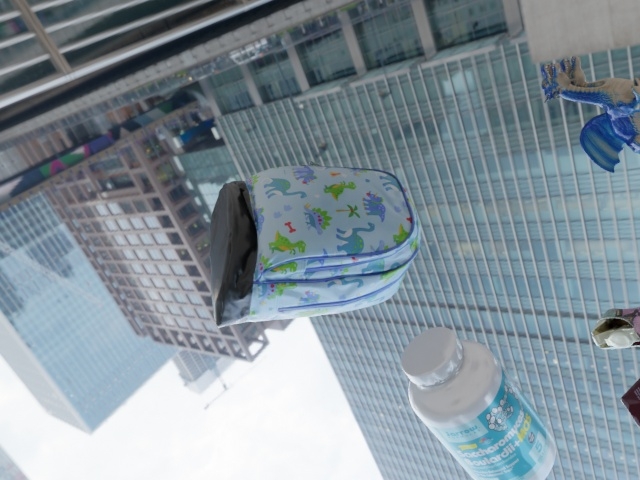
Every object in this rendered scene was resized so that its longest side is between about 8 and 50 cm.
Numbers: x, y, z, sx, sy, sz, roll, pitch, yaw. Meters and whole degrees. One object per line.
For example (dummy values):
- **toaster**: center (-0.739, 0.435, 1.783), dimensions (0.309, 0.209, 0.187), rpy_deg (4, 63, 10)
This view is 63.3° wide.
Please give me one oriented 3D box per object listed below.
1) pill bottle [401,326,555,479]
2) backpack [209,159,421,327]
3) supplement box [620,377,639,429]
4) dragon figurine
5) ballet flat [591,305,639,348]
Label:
- **pill bottle**: center (0.232, 0.253, 0.789), dimensions (0.146, 0.264, 0.146), rpy_deg (-35, -160, 15)
- **backpack**: center (0.000, 0.000, 0.924), dimensions (0.355, 0.273, 0.290), rpy_deg (11, -138, -20)
- **supplement box**: center (0.510, 0.190, 0.665), dimensions (0.073, 0.240, 0.130), rpy_deg (8, -142, -11)
- **dragon figurine**: center (0.433, -0.155, 0.732), dimensions (0.085, 0.289, 0.144), rpy_deg (-39, -174, -15)
- **ballet flat**: center (0.530, 0.160, 0.913), dimensions (0.079, 0.077, 0.221), rpy_deg (-29, 165, -1)
